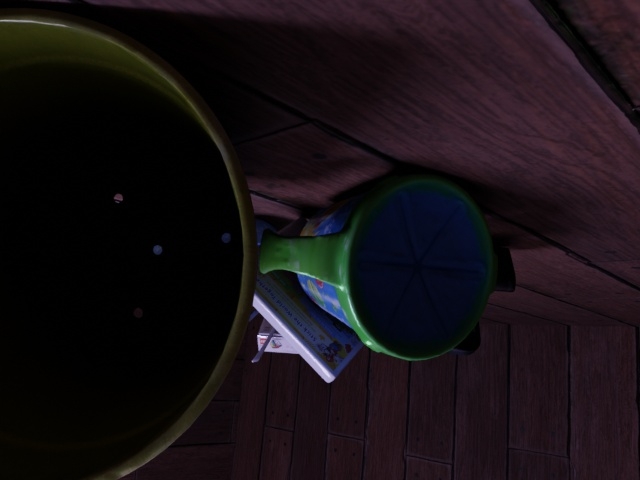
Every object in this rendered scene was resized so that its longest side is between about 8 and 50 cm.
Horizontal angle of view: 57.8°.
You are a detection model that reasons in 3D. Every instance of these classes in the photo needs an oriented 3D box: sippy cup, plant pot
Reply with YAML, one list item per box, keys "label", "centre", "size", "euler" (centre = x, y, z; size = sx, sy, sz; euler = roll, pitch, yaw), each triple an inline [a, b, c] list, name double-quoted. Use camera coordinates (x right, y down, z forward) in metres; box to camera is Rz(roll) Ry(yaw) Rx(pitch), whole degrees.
- label: "sippy cup"
  centre: [0.079, 0.029, 0.811]
  size: [0.305, 0.240, 0.224]
  euler: [45, 162, -22]
- label: "plant pot"
  centre: [-0.220, 0.009, 0.604]
  size: [0.366, 0.367, 0.353]
  euler: [4, -179, 3]

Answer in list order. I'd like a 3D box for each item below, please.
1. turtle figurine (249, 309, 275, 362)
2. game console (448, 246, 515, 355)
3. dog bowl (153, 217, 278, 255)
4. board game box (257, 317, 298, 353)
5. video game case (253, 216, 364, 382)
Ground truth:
- label: "turtle figurine"
  centre: [-0.062, 0.121, 1.220]
  size: [0.266, 0.275, 0.198]
  euler: [-17, 131, 1]
- label: "game console"
  centre: [0.222, 0.085, 0.968]
  size: [0.213, 0.044, 0.361]
  euler: [2, -158, 12]
- label: "dog bowl"
  centre: [-0.204, 0.040, 1.083]
  size: [0.297, 0.074, 0.166]
  euler: [-14, 141, 14]
- label: "board game box"
  centre: [-0.026, 0.165, 1.423]
  size: [0.192, 0.053, 0.305]
  euler: [4, -152, 7]
- label: "video game case"
  centre: [-0.011, 0.082, 0.919]
  size: [0.206, 0.227, 0.026]
  euler: [-38, 171, -50]
